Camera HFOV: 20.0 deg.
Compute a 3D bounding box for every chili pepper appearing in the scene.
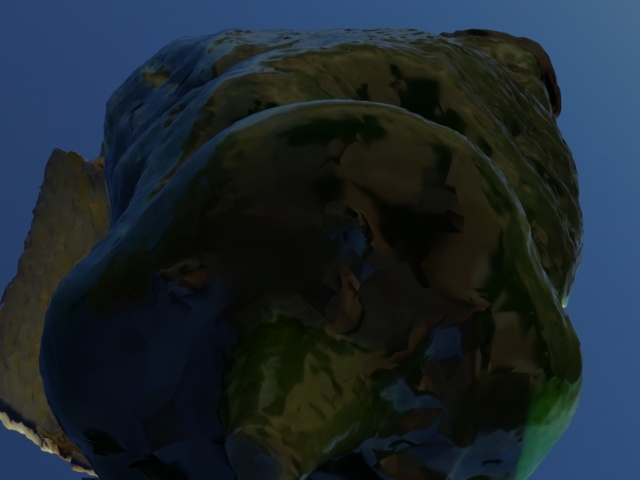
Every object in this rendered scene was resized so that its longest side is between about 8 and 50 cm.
[{"bbox_3d":[0.000,0.000,0.437,0.136,0.099,0.270,8,-167,0],"label":"chili pepper"}]

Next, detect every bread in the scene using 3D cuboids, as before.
[{"bbox_3d":[-0.089,0.066,1.060,0.142,0.178,0.266,39,170,-38],"label":"bread"}]
